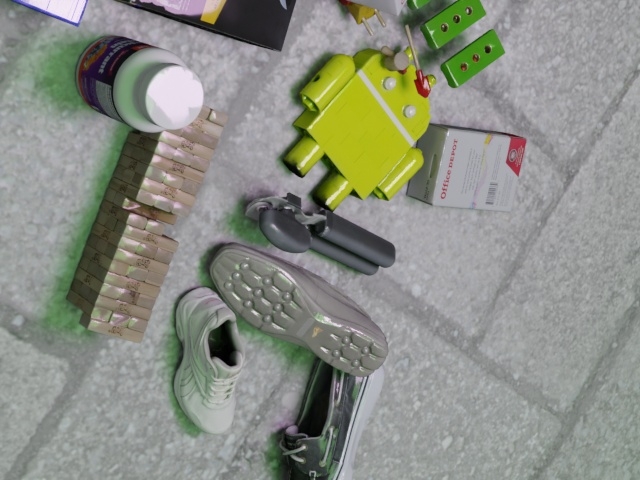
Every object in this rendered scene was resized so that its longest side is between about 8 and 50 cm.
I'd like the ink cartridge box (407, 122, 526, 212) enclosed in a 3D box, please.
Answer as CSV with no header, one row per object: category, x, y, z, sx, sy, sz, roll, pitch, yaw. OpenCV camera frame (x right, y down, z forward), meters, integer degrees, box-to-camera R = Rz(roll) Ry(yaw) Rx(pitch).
ink cartridge box,0.239,-0.120,1.931,0.175,0.072,0.127,4,104,-35

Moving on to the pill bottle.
pill bottle,-0.229,-0.198,1.513,0.108,0.193,0.108,-12,111,-31

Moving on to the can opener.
can opener,0.000,0.000,1.801,0.280,0.074,0.093,22,56,-40

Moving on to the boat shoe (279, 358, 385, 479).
boat shoe,-0.010,0.324,1.898,0.119,0.121,0.335,23,81,-29

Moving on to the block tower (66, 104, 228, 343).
block tower,-0.242,-0.036,1.623,0.091,0.097,0.335,20,92,-37

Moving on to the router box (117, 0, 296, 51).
router box,-0.124,-0.433,1.577,0.243,0.081,0.308,13,98,-37

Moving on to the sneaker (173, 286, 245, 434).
sneaker,-0.156,0.192,1.739,0.090,0.115,0.232,-17,114,-29

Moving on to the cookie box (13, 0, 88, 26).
cookie box,-0.353,-0.306,1.458,0.107,0.092,0.040,18,98,-37

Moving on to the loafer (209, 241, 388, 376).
loafer,-0.034,0.098,1.804,0.319,0.111,0.112,36,108,-22

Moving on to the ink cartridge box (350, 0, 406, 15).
ink cartridge box,0.085,-0.429,1.647,0.176,0.127,0.128,-60,160,-16

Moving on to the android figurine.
android figurine,0.070,-0.178,1.811,0.273,0.056,0.248,-46,125,-11

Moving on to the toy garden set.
toy garden set,0.142,-0.336,1.780,0.204,0.049,0.244,-37,108,-22
